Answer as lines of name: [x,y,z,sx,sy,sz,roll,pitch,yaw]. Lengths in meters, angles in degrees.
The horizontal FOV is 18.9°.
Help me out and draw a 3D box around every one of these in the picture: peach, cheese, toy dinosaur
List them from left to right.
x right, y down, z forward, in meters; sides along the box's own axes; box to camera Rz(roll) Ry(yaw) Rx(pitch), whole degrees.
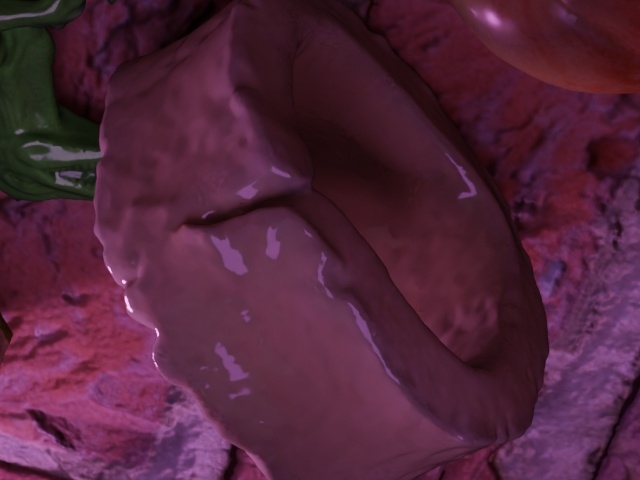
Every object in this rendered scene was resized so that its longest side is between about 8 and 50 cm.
toy dinosaur: [-0.367,-0.197,1.303,0.500,0.144,0.374,10,140,4]
cheese: [0.001,0.000,1.269,0.153,0.292,0.332,-32,111,28]
peach: [0.192,-0.193,1.173,0.232,0.232,0.232,4,127,5]

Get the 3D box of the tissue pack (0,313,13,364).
tissue pack: [-0.386,0.033,1.426,0.200,0.167,0.275,-15,124,18]
